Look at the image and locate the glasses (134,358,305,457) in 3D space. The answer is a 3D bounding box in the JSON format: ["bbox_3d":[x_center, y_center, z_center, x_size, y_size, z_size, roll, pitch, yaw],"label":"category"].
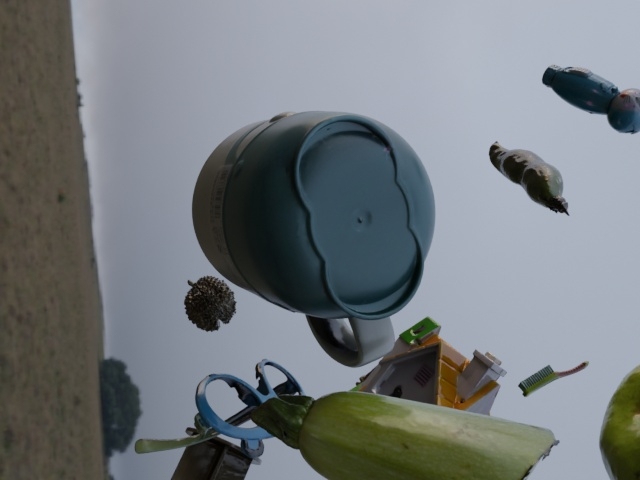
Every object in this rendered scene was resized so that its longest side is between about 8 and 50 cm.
[{"bbox_3d":[-0.138,0.220,0.947,0.239,0.207,0.102,2,80,-68],"label":"glasses"}]

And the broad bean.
[{"bbox_3d":[0.420,-0.135,1.433,0.077,0.061,0.339,-43,-156,11],"label":"broad bean"}]

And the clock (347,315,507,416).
[{"bbox_3d":[0.158,0.286,1.154,0.309,0.166,0.235,-53,-142,2],"label":"clock"}]

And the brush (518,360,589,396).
[{"bbox_3d":[0.260,0.148,0.796,0.019,0.083,0.021,79,-14,-63],"label":"brush"}]

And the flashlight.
[{"bbox_3d":[0.308,-0.160,0.802,0.129,0.051,0.051,34,-49,34],"label":"flashlight"}]

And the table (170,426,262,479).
[{"bbox_3d":[-0.236,0.503,1.391,0.226,0.167,0.167,-66,-173,-24],"label":"table"}]

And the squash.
[{"bbox_3d":[0.067,0.206,0.676,0.137,0.287,0.137,14,90,-87],"label":"squash"}]

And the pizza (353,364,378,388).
[{"bbox_3d":[0.150,0.280,1.465,0.154,0.194,0.069,25,53,-59],"label":"pizza"}]

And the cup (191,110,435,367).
[{"bbox_3d":[0.000,0.000,0.789,0.257,0.219,0.289,13,-59,67],"label":"cup"}]

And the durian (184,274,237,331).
[{"bbox_3d":[-0.168,0.092,1.067,0.091,0.080,0.080,39,-34,11],"label":"durian"}]

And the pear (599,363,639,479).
[{"bbox_3d":[0.736,0.407,1.352,0.391,0.391,0.391,176,-90,-72],"label":"pear"}]
